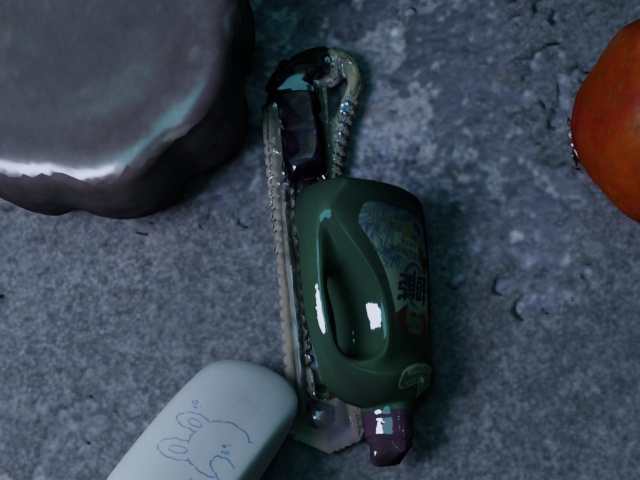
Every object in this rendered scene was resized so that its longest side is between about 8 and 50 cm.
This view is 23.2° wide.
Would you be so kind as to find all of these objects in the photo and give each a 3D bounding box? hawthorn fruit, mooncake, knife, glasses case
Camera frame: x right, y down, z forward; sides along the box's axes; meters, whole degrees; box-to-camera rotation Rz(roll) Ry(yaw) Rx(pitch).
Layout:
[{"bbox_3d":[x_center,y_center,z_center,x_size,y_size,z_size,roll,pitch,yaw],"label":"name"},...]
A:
[{"bbox_3d":[0.291,-0.100,1.205,0.185,0.202,0.185,-1,75,2],"label":"hawthorn fruit"},{"bbox_3d":[-0.200,-0.156,1.339,0.306,0.154,0.306,-3,72,9],"label":"mooncake"},{"bbox_3d":[-0.002,-0.002,1.310,0.089,0.043,0.365,-6,71,10],"label":"knife"},{"bbox_3d":[-0.097,0.173,1.188,0.092,0.059,0.233,21,40,18],"label":"glasses case"}]

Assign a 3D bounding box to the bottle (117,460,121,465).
[{"bbox_3d":[-0.060,0.242,1.225,0.244,0.072,0.082,21,119,16],"label":"bottle"}]

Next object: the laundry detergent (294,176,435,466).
[{"bbox_3d":[0.037,0.067,1.234,0.078,0.144,0.222,-13,73,36],"label":"laundry detergent"}]
